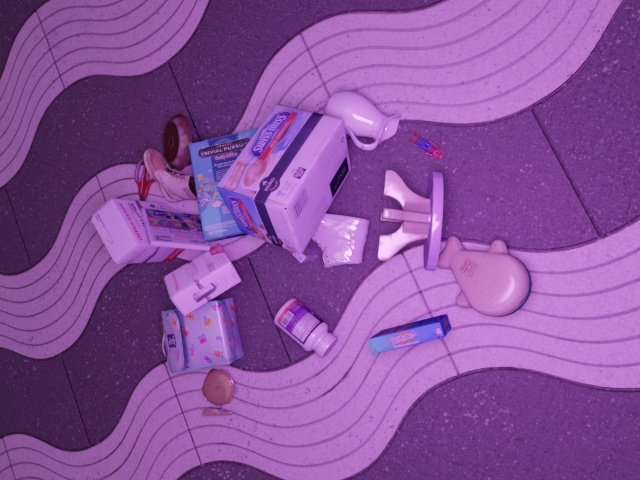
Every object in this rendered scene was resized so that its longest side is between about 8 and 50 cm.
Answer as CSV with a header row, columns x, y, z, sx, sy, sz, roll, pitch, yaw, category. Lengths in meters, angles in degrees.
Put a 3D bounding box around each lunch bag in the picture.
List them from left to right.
x,y,z,sx,sy,sz,roll,pitch,yaw,category
-0.421,0.325,1.607,0.262,0.160,0.223,-11,87,12,lunch bag

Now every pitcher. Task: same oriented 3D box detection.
x,y,z,sx,sy,sz,roll,pitch,yaw,category
0.108,-0.354,1.400,0.207,0.178,0.125,30,142,16,pitcher

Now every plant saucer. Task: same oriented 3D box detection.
x,y,z,sx,sy,sz,roll,pitch,yaw,category
-0.518,-0.350,1.672,0.198,0.036,0.199,6,98,50,plant saucer

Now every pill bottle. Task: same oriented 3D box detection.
x,y,z,sx,sy,sz,roll,pitch,yaw,category
-0.044,0.282,1.494,0.193,0.108,0.108,37,103,17,pill bottle

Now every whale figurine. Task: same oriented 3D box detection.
x,y,z,sx,sy,sz,roll,pitch,yaw,category
0.451,0.096,1.301,0.272,0.141,0.216,38,104,43,whale figurine

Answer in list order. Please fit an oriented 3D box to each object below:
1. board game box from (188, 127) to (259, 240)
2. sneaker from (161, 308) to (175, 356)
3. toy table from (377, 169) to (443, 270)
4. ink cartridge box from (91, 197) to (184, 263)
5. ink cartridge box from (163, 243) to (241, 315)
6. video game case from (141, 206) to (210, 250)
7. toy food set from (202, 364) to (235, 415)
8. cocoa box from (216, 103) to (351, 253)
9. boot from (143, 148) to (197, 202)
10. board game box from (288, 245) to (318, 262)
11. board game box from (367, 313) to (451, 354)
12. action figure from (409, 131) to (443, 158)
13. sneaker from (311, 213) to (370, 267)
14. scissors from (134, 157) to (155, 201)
x,y,z,sx,sy,sz,roll,pitch,yaw,category
-0.290,-0.183,1.586,0.253,0.079,0.336,-10,86,11,board game box
-0.521,0.344,1.707,0.084,0.069,0.185,5,94,22,sneaker
0.250,-0.060,1.316,0.161,0.252,0.274,5,80,6,toy table
-0.618,-0.031,1.633,0.114,0.273,0.197,-38,77,18,ink cartridge box
-0.393,0.128,1.559,0.218,0.158,0.092,-30,122,-11,ink cartridge box
-0.491,-0.039,1.593,0.023,0.201,0.183,-59,43,29,video game case
-0.360,0.519,1.665,0.132,0.038,0.192,-4,83,15,toy food set
-0.092,-0.184,1.370,0.228,0.231,0.347,19,63,22,cocoa box
-0.510,-0.229,1.639,0.165,0.077,0.213,2,128,35,boot
-0.088,0.010,1.512,0.154,0.103,0.026,42,104,16,board game box
0.258,0.267,1.345,0.210,0.160,0.047,-19,83,20,board game box
0.317,-0.277,1.391,0.115,0.030,0.038,38,98,15,action figure
0.000,0.000,1.476,0.292,0.108,0.169,8,90,20,sneaker
-0.687,-0.164,1.799,0.109,0.021,0.297,19,98,18,scissors
